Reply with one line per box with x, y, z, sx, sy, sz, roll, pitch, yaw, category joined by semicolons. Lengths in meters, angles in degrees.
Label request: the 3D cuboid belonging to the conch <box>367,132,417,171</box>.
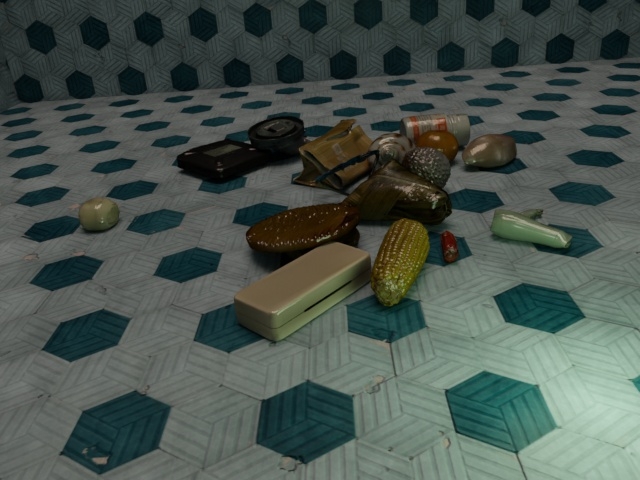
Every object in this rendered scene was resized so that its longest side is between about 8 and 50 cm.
0.252;-0.295;2.062;0.183;0.148;0.275;2;27;15;conch

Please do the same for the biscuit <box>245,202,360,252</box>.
-0.049;-0.042;1.606;0.318;0.040;0.318;-11;18;4;biscuit

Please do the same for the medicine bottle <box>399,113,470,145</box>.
0.441;-0.419;2.295;0.252;0.144;0.144;-7;26;-6;medicine bottle

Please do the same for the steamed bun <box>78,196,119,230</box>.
-0.702;-0.088;1.864;0.112;0.091;0.130;0;27;14;steamed bun

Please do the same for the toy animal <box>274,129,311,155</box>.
-0.100;-0.393;2.386;0.195;0.090;0.324;-17;26;-21;toy animal

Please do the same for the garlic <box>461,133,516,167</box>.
0.630;-0.331;2.148;0.143;0.112;0.318;14;20;38;garlic

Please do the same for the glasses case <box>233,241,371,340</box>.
-0.033;0.107;1.370;0.144;0.076;0.336;18;34;40;glasses case

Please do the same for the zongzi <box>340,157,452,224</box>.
0.195;-0.094;1.710;0.288;0.134;0.286;-31;38;-19;zongzi

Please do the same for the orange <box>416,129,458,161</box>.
0.425;-0.342;2.159;0.156;0.124;0.156;-7;27;3;orange

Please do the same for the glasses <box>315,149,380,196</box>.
0.120;-0.196;1.885;0.239;0.102;0.207;-29;58;-17;glasses

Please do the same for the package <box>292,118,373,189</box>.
0.062;-0.315;2.119;0.221;0.165;0.311;13;32;32;package

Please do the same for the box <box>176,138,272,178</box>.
-0.372;-0.319;2.300;0.289;0.073;0.290;20;34;39;box

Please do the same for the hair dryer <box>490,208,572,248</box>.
0.596;-0.048;1.621;0.206;0.075;0.237;19;26;27;hair dryer

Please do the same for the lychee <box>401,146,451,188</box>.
0.340;-0.216;1.896;0.165;0.197;0.165;-27;44;29;lychee

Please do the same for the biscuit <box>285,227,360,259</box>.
0.000;0.000;1.621;0.226;0.042;0.226;-6;26;3;biscuit

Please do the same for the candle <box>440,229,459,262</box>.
0.340;0.007;1.545;0.048;0.053;0.162;4;25;6;candle

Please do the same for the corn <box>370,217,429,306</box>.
0.194;0.044;1.425;0.119;0.119;0.322;4;32;17;corn

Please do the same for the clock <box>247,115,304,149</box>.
-0.173;-0.424;2.322;0.226;0.049;0.226;-7;33;4;clock
